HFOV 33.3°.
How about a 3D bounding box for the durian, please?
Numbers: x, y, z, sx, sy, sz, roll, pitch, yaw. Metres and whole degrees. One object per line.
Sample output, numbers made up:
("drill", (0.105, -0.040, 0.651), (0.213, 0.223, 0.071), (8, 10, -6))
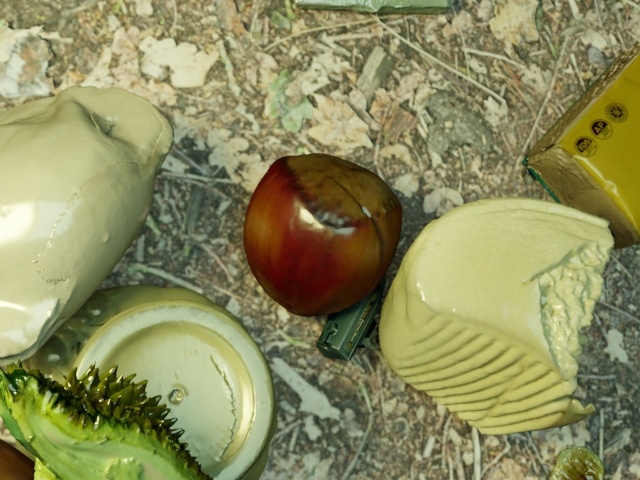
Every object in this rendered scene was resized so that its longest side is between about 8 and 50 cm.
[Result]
("durian", (-0.190, 0.190, 0.986), (0.375, 0.106, 0.132), (41, 79, -29))

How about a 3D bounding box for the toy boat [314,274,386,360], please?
("toy boat", (0.047, 0.090, 1.379), (0.060, 0.055, 0.141), (41, 66, -32))

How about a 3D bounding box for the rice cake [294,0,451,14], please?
("rice cake", (0.067, -0.373, 1.490), (0.237, 0.043, 0.127), (-4, 81, -18))

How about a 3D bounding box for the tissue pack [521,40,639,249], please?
("tissue pack", (0.444, -0.140, 1.515), (0.192, 0.134, 0.271), (46, 69, -5))

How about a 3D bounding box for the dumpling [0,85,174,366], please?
("dumpling", (-0.328, -0.044, 1.161), (0.260, 0.181, 0.341), (24, 83, 11))

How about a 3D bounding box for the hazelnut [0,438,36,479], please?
("hazelnut", (-0.407, 0.328, 1.028), (0.365, 0.366, 0.366), (4, 78, -17))

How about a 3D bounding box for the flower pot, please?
("flower pot", (-0.184, 0.182, 1.185), (0.307, 0.244, 0.308), (4, 76, -18))

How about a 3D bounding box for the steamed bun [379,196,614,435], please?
("steamed bun", (0.226, 0.067, 1.337), (0.273, 0.290, 0.272), (30, 57, -1))

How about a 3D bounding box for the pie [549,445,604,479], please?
("pie", (0.349, 0.320, 1.448), (0.084, 0.020, 0.085), (4, 78, -17))

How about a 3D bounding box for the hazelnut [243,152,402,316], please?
("hazelnut", (0.000, 0.000, 1.325), (0.208, 0.208, 0.208), (4, 78, -17))
